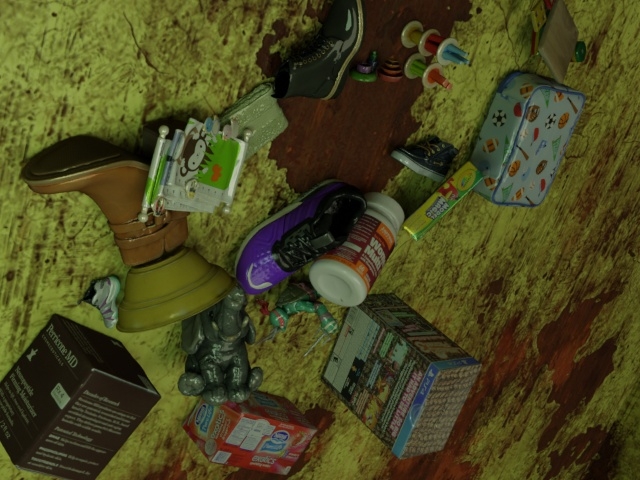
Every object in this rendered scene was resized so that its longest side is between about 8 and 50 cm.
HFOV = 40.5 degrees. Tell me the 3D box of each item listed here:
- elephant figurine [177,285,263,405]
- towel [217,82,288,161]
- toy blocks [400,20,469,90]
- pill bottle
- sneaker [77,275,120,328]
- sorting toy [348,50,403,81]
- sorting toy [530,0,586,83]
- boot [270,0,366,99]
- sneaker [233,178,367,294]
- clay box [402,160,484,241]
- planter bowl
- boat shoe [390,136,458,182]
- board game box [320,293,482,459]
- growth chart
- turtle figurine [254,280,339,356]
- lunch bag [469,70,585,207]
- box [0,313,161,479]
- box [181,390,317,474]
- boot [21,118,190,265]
[{"bbox_3d":[-0.179,0.167,1.597,0.169,0.186,0.239,-21,117,-57],"label":"elephant figurine"},{"bbox_3d":[-0.125,-0.192,1.484,0.148,0.027,0.110,-39,139,-13],"label":"towel"},{"bbox_3d":[0.218,-0.327,1.598,0.054,0.148,0.123,-32,135,-20],"label":"toy blocks"},{"bbox_3d":[0.076,0.013,1.693,0.221,0.121,0.121,-57,147,-35],"label":"pill bottle"},{"bbox_3d":[-0.380,0.108,1.474,0.069,0.038,0.098,-7,114,-37],"label":"sneaker"},{"bbox_3d":[0.102,-0.316,1.571,0.102,0.061,0.042,-2,121,-19],"label":"sorting toy"},{"bbox_3d":[0.481,-0.424,1.812,0.274,0.046,0.132,39,67,-49],"label":"sorting toy"},{"bbox_3d":[-0.004,-0.323,1.448,0.137,0.077,0.197,-14,127,-43],"label":"boot"},{"bbox_3d":[-0.030,-0.006,1.598,0.293,0.146,0.102,-43,117,-13],"label":"sneaker"},{"bbox_3d":[0.243,-0.071,1.819,0.222,0.053,0.127,-45,177,6],"label":"clay box"},{"bbox_3d":[-0.258,0.067,1.459,0.217,0.217,0.090,-27,107,-25],"label":"planter bowl"},{"bbox_3d":[0.214,-0.179,1.774,0.183,0.065,0.083,14,109,-54],"label":"boat shoe"},{"bbox_3d":[0.169,0.290,1.902,0.141,0.291,0.232,0,119,-42],"label":"board game box"},{"bbox_3d":[-0.194,-0.116,1.378,0.237,0.021,0.171,-5,110,-58],"label":"growth chart"},{"bbox_3d":[-0.026,0.132,1.728,0.234,0.175,0.118,-35,118,-29],"label":"turtle figurine"},{"bbox_3d":[0.455,-0.214,1.925,0.243,0.115,0.303,-1,119,-44],"label":"lunch bag"},{"bbox_3d":[-0.417,0.269,1.455,0.203,0.168,0.167,-52,139,1],"label":"box"},{"bbox_3d":[-0.146,0.396,1.827,0.257,0.123,0.128,27,100,-49],"label":"box"},{"bbox_3d":[-0.321,-0.059,1.361,0.283,0.109,0.220,-26,135,-39],"label":"boot"}]
